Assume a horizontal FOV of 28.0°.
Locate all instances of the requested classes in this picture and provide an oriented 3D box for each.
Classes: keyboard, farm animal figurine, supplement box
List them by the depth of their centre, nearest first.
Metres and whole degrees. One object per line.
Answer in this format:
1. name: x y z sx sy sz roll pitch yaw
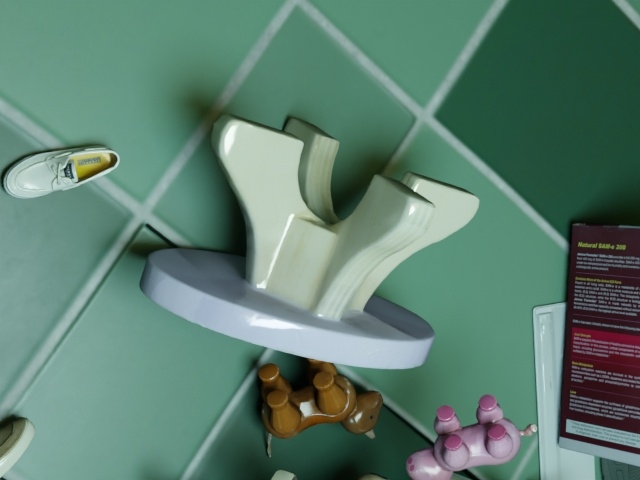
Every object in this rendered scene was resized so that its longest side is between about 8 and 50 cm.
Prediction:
1. farm animal figurine: 0.038 0.269 1.109 0.327 0.330 0.172 -41 141 -22
2. supplement box: 0.321 0.104 1.320 0.073 0.130 0.239 2 92 -38
3. keyboard: 0.263 0.193 1.374 0.072 0.014 0.256 -8 98 -33

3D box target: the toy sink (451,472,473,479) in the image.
1. toy sink: 0.148 0.310 1.241 0.131 0.153 0.234 46 74 -23

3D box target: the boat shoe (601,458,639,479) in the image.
1. boat shoe: 0.376 0.270 1.386 0.103 0.118 0.320 -2 99 -36

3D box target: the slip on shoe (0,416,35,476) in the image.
1. slip on shoe: -0.297 0.185 1.051 0.135 0.051 0.041 -37 113 -13

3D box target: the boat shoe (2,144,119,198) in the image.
1. boat shoe: -0.216 -0.058 1.081 0.100 0.035 0.035 -15 101 -27

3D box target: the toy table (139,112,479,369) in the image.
1. toy table: 0.000 0.000 1.100 0.274 0.252 0.160 11 104 -39
